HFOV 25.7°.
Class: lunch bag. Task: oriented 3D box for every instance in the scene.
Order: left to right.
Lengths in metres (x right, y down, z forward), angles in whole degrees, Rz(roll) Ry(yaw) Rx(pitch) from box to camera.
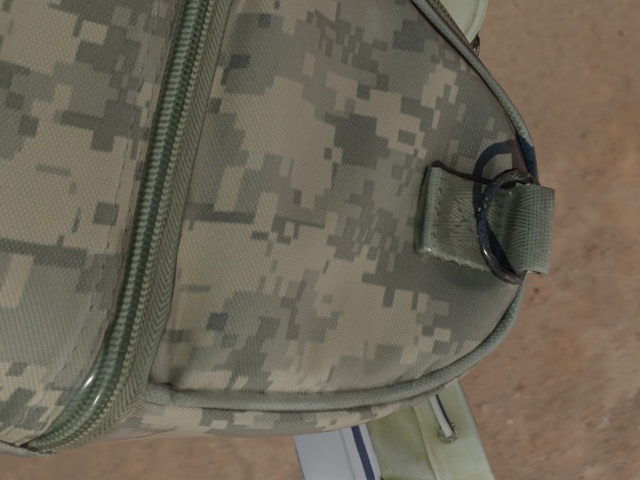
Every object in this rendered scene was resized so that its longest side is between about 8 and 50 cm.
[{"bbox_3d":[-0.104,-0.020,0.505,0.305,0.256,0.212,-8,64,48],"label":"lunch bag"}]

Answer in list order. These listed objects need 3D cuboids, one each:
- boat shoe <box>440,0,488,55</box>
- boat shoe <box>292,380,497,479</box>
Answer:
[{"bbox_3d":[0.086,-0.172,1.328,0.127,0.113,0.340,4,102,0],"label":"boat shoe"},{"bbox_3d":[0.016,0.013,0.745,0.094,0.109,0.302,-15,65,2],"label":"boat shoe"}]
